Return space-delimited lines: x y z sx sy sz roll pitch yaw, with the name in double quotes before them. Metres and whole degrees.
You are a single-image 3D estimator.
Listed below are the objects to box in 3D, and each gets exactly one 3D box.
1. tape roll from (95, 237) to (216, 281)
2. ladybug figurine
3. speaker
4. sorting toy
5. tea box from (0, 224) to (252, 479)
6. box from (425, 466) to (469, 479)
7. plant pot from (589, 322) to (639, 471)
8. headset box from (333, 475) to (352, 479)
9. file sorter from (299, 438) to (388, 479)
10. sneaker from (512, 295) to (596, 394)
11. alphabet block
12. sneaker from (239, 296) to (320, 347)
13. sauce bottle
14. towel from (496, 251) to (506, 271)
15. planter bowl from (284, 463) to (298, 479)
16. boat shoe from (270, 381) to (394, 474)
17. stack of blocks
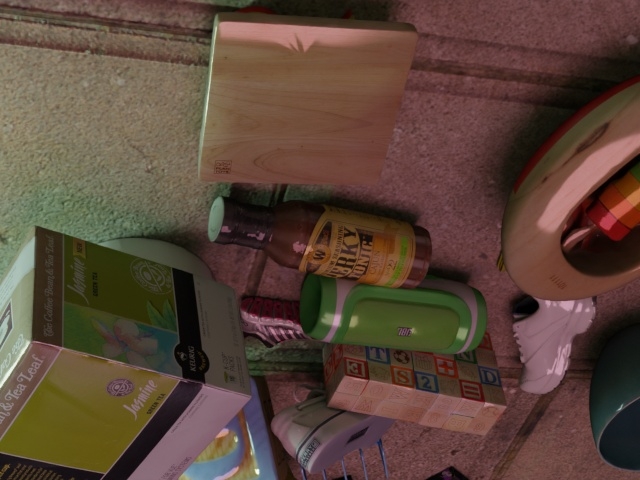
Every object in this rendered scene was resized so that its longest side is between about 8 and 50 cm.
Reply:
"tape roll" -0.299 0.129 1.643 0.286 0.100 0.286 -7 136 -7
"ladybug figurine" 0.449 -0.099 1.527 0.449 0.162 0.305 -40 127 17
"speaker" 0.121 0.117 1.712 0.296 0.131 0.131 7 132 -20
"sorting toy" -0.028 -0.200 1.382 0.257 0.089 0.255 1 134 -14
"tea box" -0.327 0.199 1.477 0.323 0.220 0.329 20 127 -31
"box" 0.250 0.559 2.256 0.162 0.029 0.116 -31 133 20
"plant pot" 0.624 0.268 1.931 0.290 0.195 0.290 -7 136 -7
"headset box" -0.047 0.635 2.126 0.293 0.218 0.110 -15 135 2
"file sorter" 0.039 0.412 2.003 0.170 0.104 0.118 -12 135 -1
"sneaker" 0.398 0.162 1.858 0.129 0.111 0.297 10 131 0
"alphabet block" -0.172 0.342 1.770 0.192 0.193 0.197 -12 172 2
"sneaker" -0.063 0.146 1.743 0.170 0.063 0.075 12 130 -17
"sauce bottle" 0.000 0.000 1.576 0.344 0.111 0.111 9 132 -22
"towel" 0.366 -0.035 1.691 0.102 0.021 0.237 0 135 -12
"planter bowl" -0.123 0.474 2.024 0.217 0.090 0.217 3 137 3
"boat shoe" 0.024 0.298 1.841 0.367 0.156 0.136 -13 136 -58
"stack of blocks" 0.158 0.221 1.790 0.297 0.171 0.087 13 130 -16
